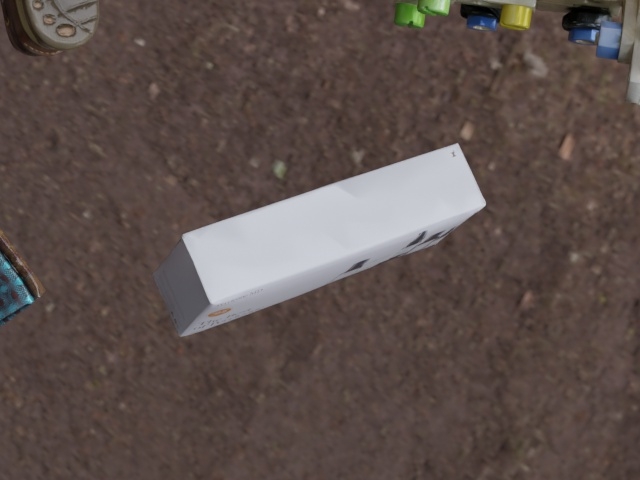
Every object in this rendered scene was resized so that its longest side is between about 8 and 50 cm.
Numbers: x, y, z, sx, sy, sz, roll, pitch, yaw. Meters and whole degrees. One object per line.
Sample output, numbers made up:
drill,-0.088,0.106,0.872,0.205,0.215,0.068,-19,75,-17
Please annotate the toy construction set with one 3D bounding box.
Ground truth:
toy construction set,0.189,-0.237,1.291,0.215,0.328,0.151,16,97,-81

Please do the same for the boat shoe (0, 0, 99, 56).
boat shoe,-0.181,-0.200,0.870,0.064,0.060,0.178,-3,86,-41

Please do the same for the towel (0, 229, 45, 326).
towel,-0.415,0.016,1.126,0.271,0.370,0.040,54,34,-10

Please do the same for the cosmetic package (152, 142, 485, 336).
cosmetic package,0.000,0.000,1.078,0.239,0.060,0.099,-19,167,-24
